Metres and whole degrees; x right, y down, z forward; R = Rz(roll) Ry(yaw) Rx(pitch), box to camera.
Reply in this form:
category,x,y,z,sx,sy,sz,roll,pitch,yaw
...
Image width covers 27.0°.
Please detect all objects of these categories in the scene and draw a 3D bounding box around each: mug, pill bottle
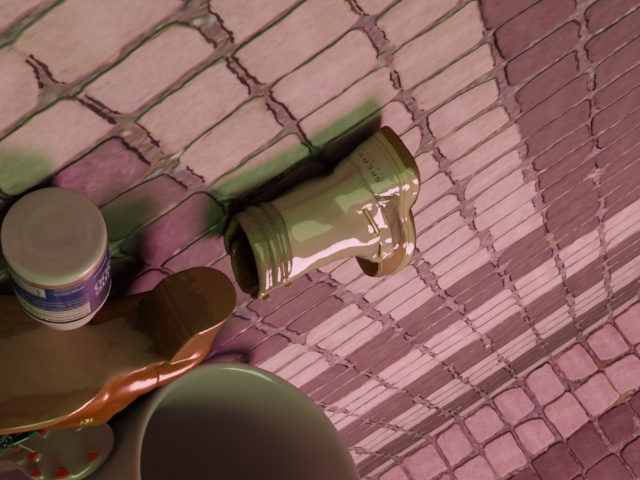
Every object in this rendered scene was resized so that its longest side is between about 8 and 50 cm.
category,x,y,z,sx,sy,sz,roll,pitch,yaw
mug,-0.141,0.289,1.440,0.328,0.276,0.374,-40,-164,41
pill bottle,-0.173,0.018,0.888,0.067,0.067,0.120,-28,163,-17

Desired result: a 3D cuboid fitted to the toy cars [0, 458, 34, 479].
category,x,y,z,sx,sy,sz,roll,pitch,yaw
toy cars,-0.283,0.176,0.958,0.177,0.087,0.394,0,176,-25

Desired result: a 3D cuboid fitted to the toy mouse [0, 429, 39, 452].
category,x,y,z,sx,sy,sz,roll,pitch,yaw
toy mouse,-0.301,0.180,1.182,0.161,0.031,0.143,-39,163,20

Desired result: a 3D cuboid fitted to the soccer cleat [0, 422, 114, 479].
category,x,y,z,sx,sy,sz,roll,pitch,yaw
soccer cleat,-0.287,0.221,1.280,0.196,0.068,0.076,-25,168,-2

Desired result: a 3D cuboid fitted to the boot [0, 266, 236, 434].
category,x,y,z,sx,sy,sz,roll,pitch,yaw
boot,-0.215,0.112,1.033,0.295,0.104,0.211,-16,164,-32

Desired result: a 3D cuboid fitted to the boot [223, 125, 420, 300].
category,x,y,z,sx,sy,sz,roll,pitch,yaw
boot,0.000,0.000,1.150,0.165,0.077,0.213,-30,158,-13
